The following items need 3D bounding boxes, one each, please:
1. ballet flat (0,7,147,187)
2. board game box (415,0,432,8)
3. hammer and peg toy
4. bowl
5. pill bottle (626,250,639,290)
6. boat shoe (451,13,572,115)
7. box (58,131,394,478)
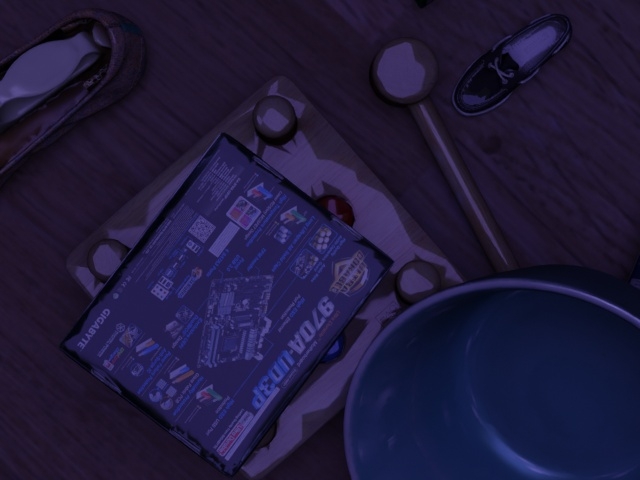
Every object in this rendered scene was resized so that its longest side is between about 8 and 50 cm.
[{"bbox_3d":[-0.292,-0.101,1.623,0.316,0.106,0.107,-39,86,-2],"label":"ballet flat"},{"bbox_3d":[0.158,-0.383,1.673,0.317,0.046,0.213,-34,85,-2],"label":"board game box"},{"bbox_3d":[0.000,0.000,1.599,0.361,0.127,0.266,-40,86,-3],"label":"hammer and peg toy"},{"bbox_3d":[0.191,0.144,1.534,0.311,0.163,0.312,8,114,19],"label":"bowl"},{"bbox_3d":[0.325,0.006,1.612,0.094,0.094,0.169,23,86,3],"label":"pill bottle"},{"bbox_3d":[0.169,-0.156,1.656,0.125,0.038,0.046,-34,85,-2],"label":"boat shoe"},{"bbox_3d":[-0.074,0.051,1.507,0.175,0.051,0.220,36,87,2],"label":"box"}]
